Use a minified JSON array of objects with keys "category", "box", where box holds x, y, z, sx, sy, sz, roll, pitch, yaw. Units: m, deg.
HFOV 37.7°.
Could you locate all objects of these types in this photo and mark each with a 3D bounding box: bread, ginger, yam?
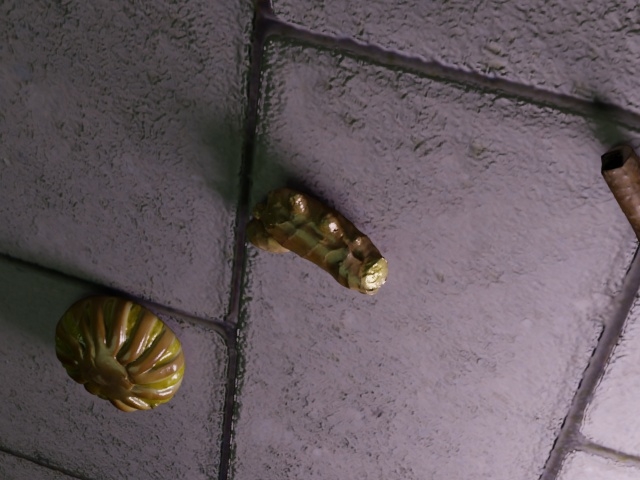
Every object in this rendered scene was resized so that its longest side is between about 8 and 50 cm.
[{"category":"bread","box":[-0.312,0.179,1.450,0.213,0.105,0.214,10,124,15]},{"category":"ginger","box":[-0.005,-0.012,1.198,0.205,0.081,0.115,20,116,16]},{"category":"yam","box":[0.407,0.031,1.082,0.045,0.045,0.327,-35,112,1]}]
